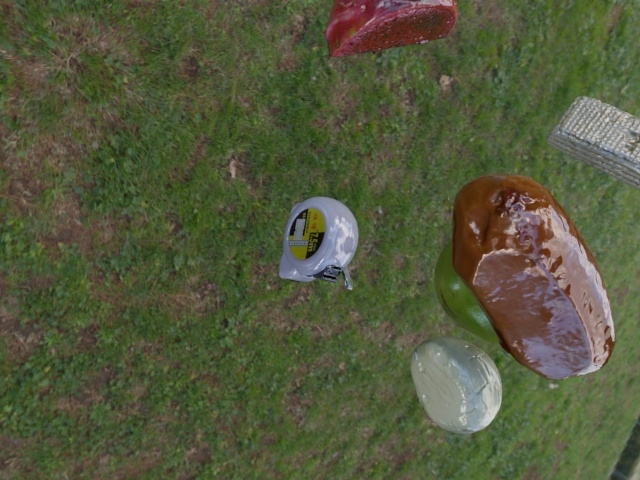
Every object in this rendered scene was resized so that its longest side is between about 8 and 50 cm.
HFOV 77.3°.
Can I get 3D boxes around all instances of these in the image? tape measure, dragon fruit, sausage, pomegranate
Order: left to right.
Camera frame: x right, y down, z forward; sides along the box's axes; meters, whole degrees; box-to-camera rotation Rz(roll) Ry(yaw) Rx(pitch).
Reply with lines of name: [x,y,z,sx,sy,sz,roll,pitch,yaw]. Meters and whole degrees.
tape measure: [0.002,0.003,0.866,0.105,0.179,0.195,18,80,-43]
dragon fruit: [0.139,-0.427,0.714,0.262,0.189,0.162,-15,116,-16]
pomegranate: [0.348,0.050,0.811,0.261,0.340,0.260,-17,162,-6]
sausage: [0.228,0.041,0.431,0.133,0.133,0.258,-41,109,-10]

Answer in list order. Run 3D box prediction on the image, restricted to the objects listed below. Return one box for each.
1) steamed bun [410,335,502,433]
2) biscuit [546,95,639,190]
steamed bun: [0.193,0.192,0.554,0.091,0.129,0.112,-8,151,-29]
biscuit: [0.751,-0.189,0.911,0.144,0.426,0.078,-51,159,-9]
